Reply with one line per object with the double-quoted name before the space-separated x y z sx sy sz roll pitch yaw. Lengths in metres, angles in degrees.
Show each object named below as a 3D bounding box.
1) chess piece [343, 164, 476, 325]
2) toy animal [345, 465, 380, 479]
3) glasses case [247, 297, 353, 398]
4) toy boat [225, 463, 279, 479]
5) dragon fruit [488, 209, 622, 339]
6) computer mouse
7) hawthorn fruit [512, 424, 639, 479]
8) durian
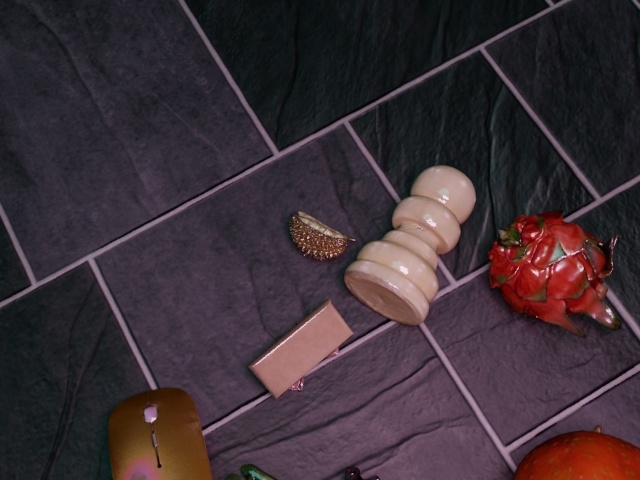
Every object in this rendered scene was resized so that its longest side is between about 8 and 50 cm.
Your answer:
"chess piece" 0.186 -0.009 1.420 0.167 0.167 0.300 29 70 13
"toy animal" 0.143 0.442 1.273 0.210 0.117 0.121 2 63 6
"glasses case" -0.031 0.203 1.402 0.193 0.070 0.102 -39 100 -13
"toy boat" -0.072 0.460 1.303 0.210 0.052 0.104 28 43 13
"dragon fruit" 0.416 0.057 1.363 0.274 0.193 0.192 34 78 -11
"computer mouse" -0.267 0.390 1.302 0.158 0.072 0.310 -13 57 -11
"hawthorn fruit" 0.419 0.423 1.191 0.275 0.275 0.300 12 58 7
"durian" 0.000 0.001 1.464 0.140 0.110 0.071 20 106 -1
